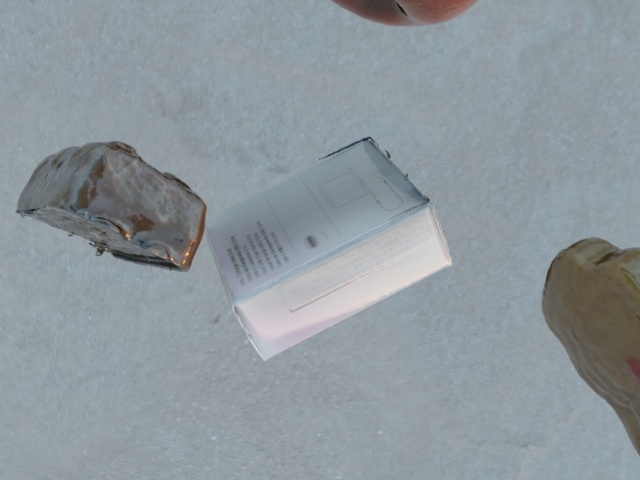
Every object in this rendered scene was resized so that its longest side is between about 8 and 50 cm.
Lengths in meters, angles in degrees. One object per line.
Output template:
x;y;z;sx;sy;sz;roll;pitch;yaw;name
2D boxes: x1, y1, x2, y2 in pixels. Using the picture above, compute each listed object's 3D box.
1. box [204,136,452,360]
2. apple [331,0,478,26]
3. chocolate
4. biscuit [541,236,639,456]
0.000;0.000;0.948;0.252;0.203;0.106;-26;124;-4;box
0.127;-0.487;1.190;0.349;0.348;0.276;24;90;-10;apple
-0.208;-0.037;0.788;0.148;0.214;0.093;27;76;-32;chocolate
0.229;0.111;0.407;0.044;0.186;0.295;-30;50;-21;biscuit
